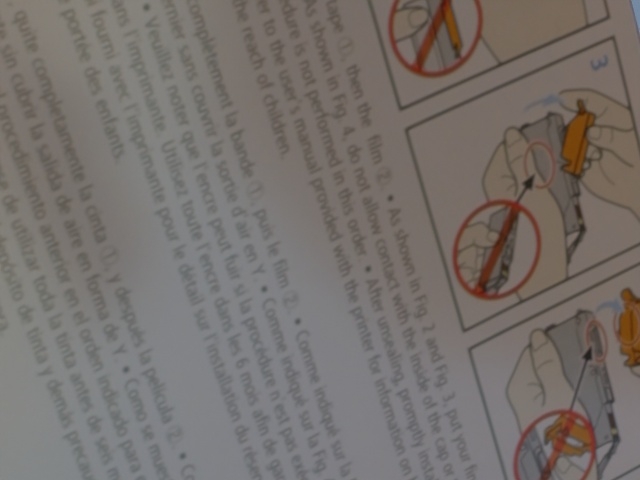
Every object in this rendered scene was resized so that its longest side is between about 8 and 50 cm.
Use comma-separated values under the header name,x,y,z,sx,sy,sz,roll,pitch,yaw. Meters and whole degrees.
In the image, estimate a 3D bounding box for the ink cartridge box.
name,x,y,z,sx,sy,sz,roll,pitch,yaw
ink cartridge box,0.000,0.000,0.369,0.239,0.275,0.060,-26,-158,-21
